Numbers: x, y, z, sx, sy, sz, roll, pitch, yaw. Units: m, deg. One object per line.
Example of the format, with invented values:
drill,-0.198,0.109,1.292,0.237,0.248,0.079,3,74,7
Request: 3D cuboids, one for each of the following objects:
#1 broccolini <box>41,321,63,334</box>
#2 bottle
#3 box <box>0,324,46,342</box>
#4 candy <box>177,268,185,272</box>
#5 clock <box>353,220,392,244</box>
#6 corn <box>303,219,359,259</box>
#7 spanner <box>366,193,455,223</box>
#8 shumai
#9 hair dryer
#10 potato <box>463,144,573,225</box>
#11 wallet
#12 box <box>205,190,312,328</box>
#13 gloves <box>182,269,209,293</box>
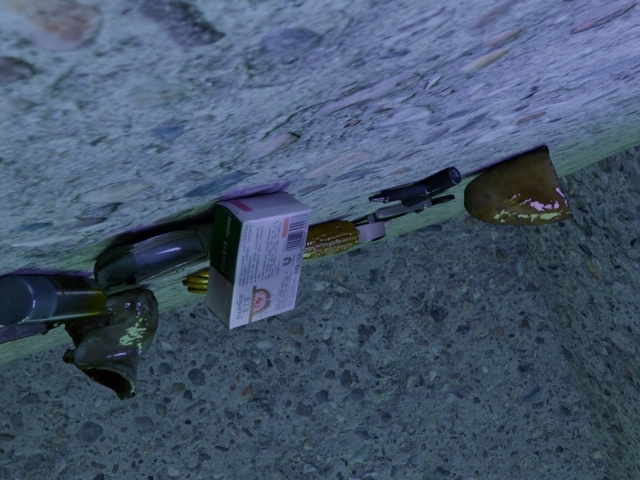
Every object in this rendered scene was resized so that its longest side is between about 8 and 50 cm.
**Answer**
broccolini,-0.738,0.234,1.654,0.218,0.044,0.042,-17,175,-32
bottle,-0.468,0.103,0.966,0.082,0.082,0.286,-19,175,-1
box,-0.854,0.256,1.475,0.055,0.039,0.218,-23,174,30
candy,-0.354,0.064,1.349,0.023,0.025,0.083,-61,171,-9
clock,0.135,-0.024,1.806,0.229,0.063,0.156,-14,-177,-23
corn,0.000,0.000,1.532,0.262,0.097,0.097,-13,173,-30
spanner,0.299,-0.107,1.761,0.325,0.040,0.096,-15,174,-25
shumai,-0.578,0.319,1.601,0.292,0.288,0.330,-24,169,-13
hair dryer,0.212,-0.119,1.305,0.195,0.050,0.173,-10,168,-39
potato,0.536,-0.129,1.536,0.266,0.229,0.229,-16,177,22
wallet,-0.217,0.016,0.971,0.310,0.077,0.223,-18,177,-37
box,-0.101,0.030,0.882,0.135,0.199,0.081,-13,-147,-40
gloves,-0.296,0.112,1.774,0.294,0.116,0.133,-7,143,-23
